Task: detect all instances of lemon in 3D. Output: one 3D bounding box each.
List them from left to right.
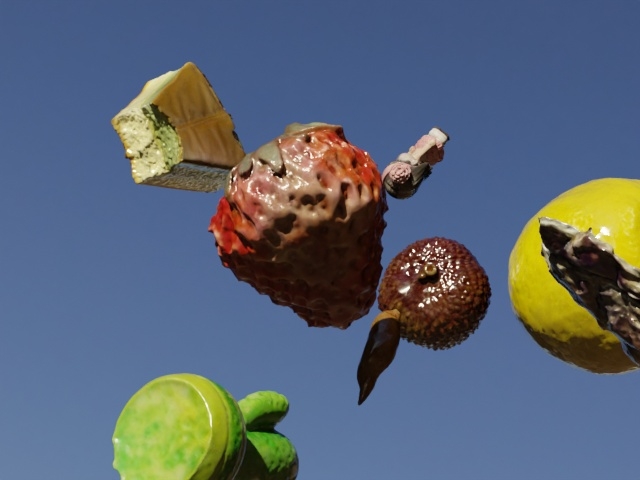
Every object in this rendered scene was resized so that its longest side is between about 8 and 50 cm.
[{"bbox_3d":[0.471,0.061,2.660,0.348,0.348,0.348,14,-26,7],"label":"lemon"}]

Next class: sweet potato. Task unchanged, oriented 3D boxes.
[{"bbox_3d":[0.087,0.180,2.550,0.056,0.195,0.056,16,-36,13],"label":"sweet potato"}]

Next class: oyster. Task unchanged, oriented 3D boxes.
[{"bbox_3d":[0.356,0.076,1.826,0.275,0.100,0.271,22,19,-48],"label":"oyster"}]

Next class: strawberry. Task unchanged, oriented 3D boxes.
[{"bbox_3d":[0.000,0.000,2.346,0.149,0.265,0.336,40,-20,55],"label":"strawberry"}]

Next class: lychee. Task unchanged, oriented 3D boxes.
[{"bbox_3d":[0.191,0.090,2.685,0.194,0.194,0.194,14,-26,7],"label":"lychee"}]

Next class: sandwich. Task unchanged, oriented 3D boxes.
[{"bbox_3d":[-0.216,-0.143,2.600,0.108,0.186,0.220,-20,-68,31],"label":"sandwich"}]

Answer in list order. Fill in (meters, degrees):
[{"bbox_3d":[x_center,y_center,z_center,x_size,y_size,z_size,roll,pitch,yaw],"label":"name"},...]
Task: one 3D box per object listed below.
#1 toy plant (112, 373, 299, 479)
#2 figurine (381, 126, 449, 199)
[{"bbox_3d":[-0.140,0.301,2.313,0.184,0.224,0.316,16,-10,32],"label":"toy plant"},{"bbox_3d":[0.136,-0.107,2.269,0.054,0.129,0.072,45,-33,5],"label":"figurine"}]
